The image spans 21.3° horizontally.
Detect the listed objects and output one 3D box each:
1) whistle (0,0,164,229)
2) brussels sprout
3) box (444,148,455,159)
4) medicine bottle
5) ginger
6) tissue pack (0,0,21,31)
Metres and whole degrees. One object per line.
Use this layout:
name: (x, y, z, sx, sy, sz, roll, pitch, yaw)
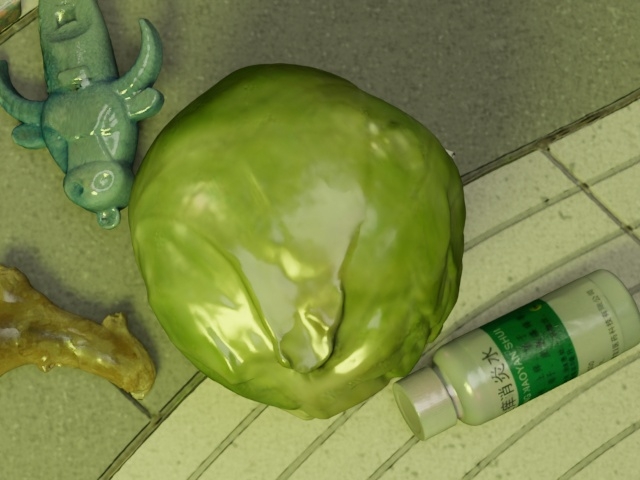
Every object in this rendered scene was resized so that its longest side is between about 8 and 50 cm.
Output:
whistle: (-0.238, -0.141, 1.723, 0.180, 0.093, 0.269, -16, 82, 11)
brussels sprout: (-0.015, -0.009, 1.558, 0.328, 0.247, 0.328, 0, 94, 2)
box: (0.000, 0.000, 1.731, 0.194, 0.111, 0.260, 22, 80, -4)
medicine bottle: (0.203, 0.121, 1.755, 0.260, 0.095, 0.095, -25, 86, -11)
ginger: (-0.324, 0.093, 1.682, 0.333, 0.081, 0.148, 9, 64, -9)
tissue pack: (-0.345, -0.225, 1.732, 0.083, 0.063, 0.035, -38, 86, -12)
